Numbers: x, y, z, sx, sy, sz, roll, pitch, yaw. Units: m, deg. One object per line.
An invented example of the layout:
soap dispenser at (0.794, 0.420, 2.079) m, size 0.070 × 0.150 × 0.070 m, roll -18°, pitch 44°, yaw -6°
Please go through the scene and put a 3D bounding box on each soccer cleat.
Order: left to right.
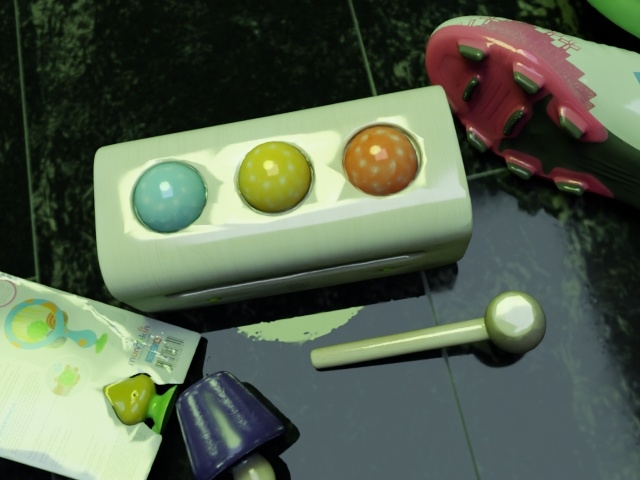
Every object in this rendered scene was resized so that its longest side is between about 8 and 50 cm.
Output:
soccer cleat at (0.247, -0.101, 0.560) m, size 0.331 × 0.116 × 0.143 m, roll 33°, pitch 63°, yaw 12°

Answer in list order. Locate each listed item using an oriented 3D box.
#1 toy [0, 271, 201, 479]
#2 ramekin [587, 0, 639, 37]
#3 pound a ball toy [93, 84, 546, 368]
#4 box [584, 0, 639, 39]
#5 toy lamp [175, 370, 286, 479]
toy at (-0.231, 0.109, 0.555) m, size 0.237 × 0.056 × 0.136 m, roll 15°, pitch 58°, yaw 3°
ramekin at (0.331, -0.299, 0.499) m, size 0.304 × 0.148 × 0.303 m, roll -1°, pitch 73°, yaw 5°
pound a ball toy at (0.000, 0.000, 0.529) m, size 0.319 × 0.135 × 0.208 m, roll -9°, pitch 71°, yaw 4°
box at (0.323, -0.279, 0.614) m, size 0.180 × 0.077 × 0.147 m, roll -45°, pitch 74°, yaw -8°
toy lamp at (-0.016, 0.218, 0.492) m, size 0.080 × 0.080 × 0.274 m, roll -36°, pitch 73°, yaw -6°
